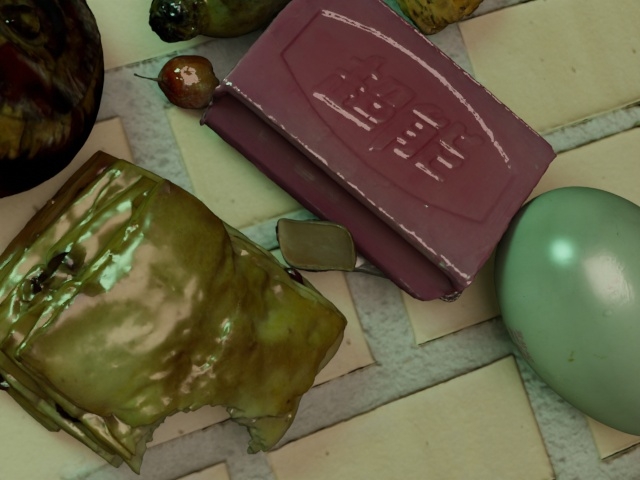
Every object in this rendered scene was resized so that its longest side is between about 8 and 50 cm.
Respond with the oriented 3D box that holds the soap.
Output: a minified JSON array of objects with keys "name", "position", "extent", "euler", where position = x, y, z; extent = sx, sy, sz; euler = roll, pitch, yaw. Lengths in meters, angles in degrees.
[{"name":"soap","position":[0.070,-0.118,1.295],"extent":[0.359,0.128,0.233],"euler":[39,64,-4]}]

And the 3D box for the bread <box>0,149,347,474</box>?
[{"name":"bread","position":[-0.176,0.100,1.210],"extent":[0.370,0.191,0.314],"euler":[40,76,-11]}]

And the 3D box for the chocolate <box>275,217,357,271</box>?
[{"name":"chocolate","position":[0.000,0.000,1.271],"extent":[0.031,0.101,0.064],"euler":[-45,128,-48]}]

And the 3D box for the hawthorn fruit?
[{"name":"hawthorn fruit","position":[-0.170,-0.184,1.290],"extent":[0.103,0.067,0.066],"euler":[-8,88,-29]}]

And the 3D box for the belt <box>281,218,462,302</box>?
[{"name":"belt","position":[0.066,0.021,1.353],"extent":[0.232,0.053,0.071],"euler":[13,80,-14]}]

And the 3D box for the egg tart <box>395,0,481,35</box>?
[{"name":"egg tart","position":[0.114,-0.400,1.339],"extent":[0.297,0.132,0.297],"euler":[-17,112,-50]}]

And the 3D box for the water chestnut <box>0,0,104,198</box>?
[{"name":"water chestnut","position":[-0.376,-0.163,1.160],"extent":[0.300,0.300,0.300],"euler":[1,86,-16]}]

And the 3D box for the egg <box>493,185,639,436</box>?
[{"name":"egg","position":[0.354,0.094,1.334],"extent":[0.230,0.230,0.371],"euler":[-46,113,-14]}]

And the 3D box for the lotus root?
[{"name":"lotus root","position":[-0.093,-0.344,1.283],"extent":[0.173,0.173,0.309],"euler":[42,75,-9]}]
